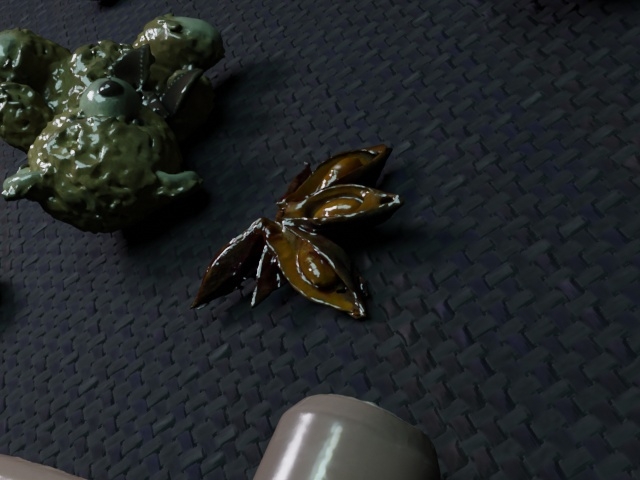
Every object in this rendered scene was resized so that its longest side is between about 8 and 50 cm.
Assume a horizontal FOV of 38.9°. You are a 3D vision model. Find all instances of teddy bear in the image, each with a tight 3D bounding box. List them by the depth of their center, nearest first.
[{"bbox_3d":[-0.222,-0.114,0.923,0.267,0.156,0.256,-5,37,-7],"label":"teddy bear"}]

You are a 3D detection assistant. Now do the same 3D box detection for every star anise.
[{"bbox_3d":[-0.002,-0.003,0.726,0.212,0.053,0.157,-48,40,-14],"label":"star anise"}]

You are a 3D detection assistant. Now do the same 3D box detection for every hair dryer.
[{"bbox_3d":[-0.112,0.167,0.555,0.344,0.107,0.189,9,57,25],"label":"hair dryer"}]
